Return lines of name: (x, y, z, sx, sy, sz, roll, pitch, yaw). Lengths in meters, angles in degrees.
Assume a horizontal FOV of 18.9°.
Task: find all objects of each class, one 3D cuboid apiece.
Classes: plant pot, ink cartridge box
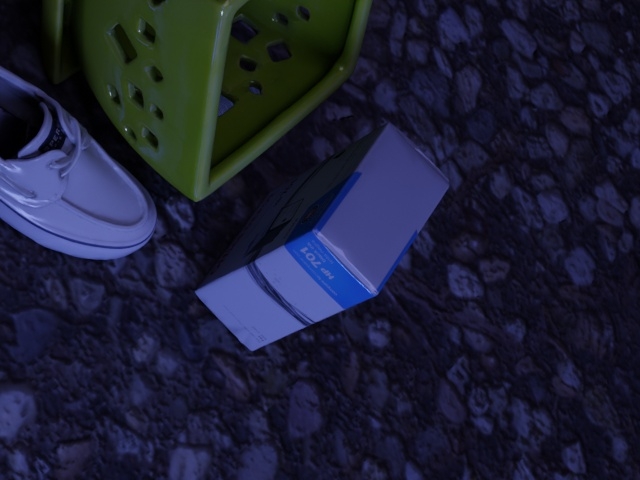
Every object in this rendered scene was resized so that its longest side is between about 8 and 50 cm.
plant pot: (-0.098, -0.209, 1.572, 0.207, 0.228, 0.227, 33, 51, 19)
ink cartridge box: (0.000, 0.000, 1.615, 0.082, 0.190, 0.140, 46, 53, -15)

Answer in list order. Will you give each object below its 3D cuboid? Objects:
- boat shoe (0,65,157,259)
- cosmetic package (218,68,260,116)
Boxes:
boat shoe: (-0.231, -0.077, 1.532, 0.267, 0.088, 0.096, 37, 56, -22)
cosmetic package: (-0.085, -0.105, 1.681, 0.115, 0.041, 0.060, -26, 91, -39)
